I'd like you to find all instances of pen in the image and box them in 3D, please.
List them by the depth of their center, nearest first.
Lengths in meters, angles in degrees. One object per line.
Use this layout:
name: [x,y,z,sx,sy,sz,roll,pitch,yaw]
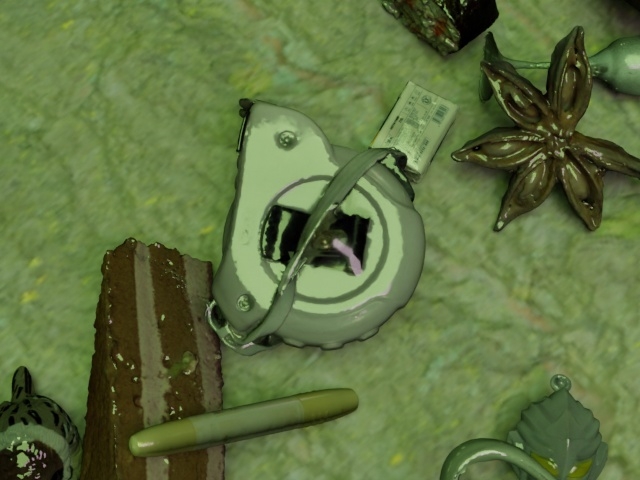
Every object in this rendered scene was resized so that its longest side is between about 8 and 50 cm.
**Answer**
pen: [-0.063,0.162,0.895,0.234,0.040,0.032,-5,57,-35]

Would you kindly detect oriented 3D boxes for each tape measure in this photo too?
tape measure: [0.000,0.000,0.946,0.197,0.120,0.236,10,81,0]

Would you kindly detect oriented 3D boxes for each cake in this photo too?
cake: [-0.155,0.143,0.921,0.116,0.113,0.295,13,63,-31]

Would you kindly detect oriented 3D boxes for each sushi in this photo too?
sushi: [0.109,-0.259,1.023,0.078,0.090,0.150,-39,78,-13]

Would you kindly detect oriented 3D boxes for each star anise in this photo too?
star anise: [0.216,-0.095,0.977,0.172,0.063,0.208,-32,109,16]

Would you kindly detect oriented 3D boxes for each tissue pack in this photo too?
tissue pack: [0.093,-0.109,1.009,0.062,0.042,0.083,29,78,5]

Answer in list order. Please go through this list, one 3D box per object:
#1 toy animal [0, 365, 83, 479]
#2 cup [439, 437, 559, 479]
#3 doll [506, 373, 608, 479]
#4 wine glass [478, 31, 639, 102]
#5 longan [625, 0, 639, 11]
toy animal: [-0.268,0.175,0.912,0.098,0.098,0.137,-15,76,-4]
cup: [0.167,0.294,0.827,0.234,0.186,0.257,4,93,0]
doll: [0.213,0.212,0.919,0.094,0.079,0.180,8,88,1]
wine glass: [0.296,-0.175,1.017,0.262,0.074,0.074,0,76,-2]
longan: [0.404,-0.324,0.952,0.300,0.300,0.243,-5,98,-2]
